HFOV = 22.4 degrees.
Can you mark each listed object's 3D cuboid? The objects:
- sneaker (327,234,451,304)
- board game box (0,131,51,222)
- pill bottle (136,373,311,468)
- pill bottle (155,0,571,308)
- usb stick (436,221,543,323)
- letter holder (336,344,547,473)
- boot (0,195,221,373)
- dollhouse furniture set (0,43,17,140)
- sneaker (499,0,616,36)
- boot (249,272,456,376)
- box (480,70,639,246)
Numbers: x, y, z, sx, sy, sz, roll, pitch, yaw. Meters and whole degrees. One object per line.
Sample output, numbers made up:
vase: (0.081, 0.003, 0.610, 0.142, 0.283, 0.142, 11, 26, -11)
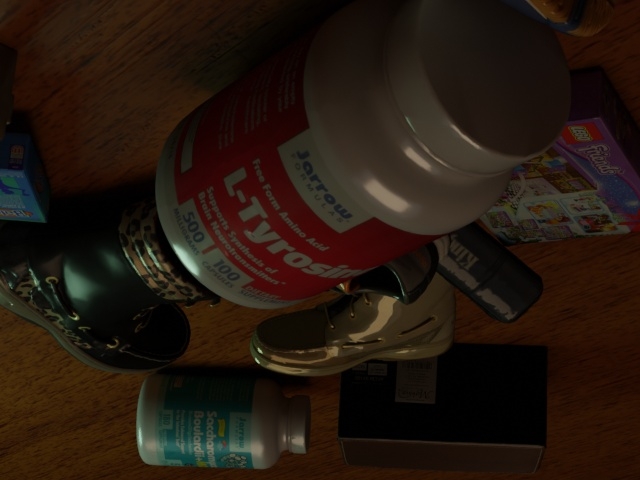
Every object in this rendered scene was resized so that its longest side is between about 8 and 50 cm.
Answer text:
sneaker: (0.000, 0.000, 1.767, 0.271, 0.108, 0.100, 12, 146, 17)
board game box: (-0.397, -0.074, 1.829, 0.160, 0.047, 0.210, 4, 165, -2)
pill bottle: (-0.150, 0.286, 2.556, 0.264, 0.146, 0.146, 1, 157, 6)
pill bottle: (0.035, -0.091, 1.518, 0.229, 0.229, 0.408, 18, 153, -30)
usb stick: (0.144, 0.000, 1.843, 0.278, 0.045, 0.077, 38, 112, -26)
letter holder: (0.184, 0.258, 2.436, 0.302, 0.152, 0.214, 2, 159, 5)
boot: (-0.216, 0.057, 2.045, 0.284, 0.138, 0.377, -11, 148, 32)
dollhouse furniture set: (-0.385, -0.127, 1.630, 0.151, 0.123, 0.144, -17, 150, 40)
sneaker: (0.125, -0.255, 1.310, 0.296, 0.112, 0.131, 27, 165, -40)
boot: (0.047, 0.060, 1.943, 0.262, 0.095, 0.203, -5, 133, -12)
box: (0.245, -0.080, 1.733, 0.201, 0.057, 0.293, -5, 156, 25)
